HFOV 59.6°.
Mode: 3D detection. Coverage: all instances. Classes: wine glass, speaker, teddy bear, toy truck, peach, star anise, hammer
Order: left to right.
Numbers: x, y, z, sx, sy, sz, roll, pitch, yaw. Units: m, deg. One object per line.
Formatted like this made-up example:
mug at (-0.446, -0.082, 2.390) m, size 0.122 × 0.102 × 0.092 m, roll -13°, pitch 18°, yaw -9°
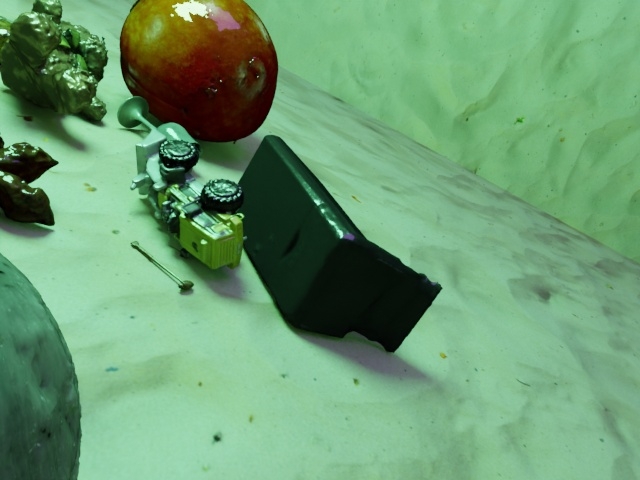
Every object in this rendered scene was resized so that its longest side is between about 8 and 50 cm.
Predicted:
star anise at (-0.446, -0.087, 0.735) m, size 0.196 × 0.111 × 0.212 m, roll 16°, pitch 18°, yaw -39°
teddy bear at (-0.484, -0.350, 1.090) m, size 0.296 × 0.246 × 0.222 m, roll 3°, pitch 36°, yaw 45°
hammer at (-0.233, 0.035, 0.810) m, size 0.123 × 0.014 × 0.029 m, roll 33°, pitch 15°, yaw 21°
wine glass at (-0.329, -0.219, 1.145) m, size 0.195 × 0.079 × 0.079 m, roll 39°, pitch 26°, yaw 24°
toy truck at (-0.221, -0.067, 0.890) m, size 0.111 × 0.136 × 0.286 m, roll -28°, pitch 55°, yaw -38°
peach at (-0.269, -0.392, 1.263) m, size 0.370 × 0.369 × 0.370 m, roll 23°, pitch 24°, yaw -11°
speaker at (0.000, 0.000, 0.940) m, size 0.184 × 0.180 × 0.388 m, roll 16°, pitch 26°, yaw -39°

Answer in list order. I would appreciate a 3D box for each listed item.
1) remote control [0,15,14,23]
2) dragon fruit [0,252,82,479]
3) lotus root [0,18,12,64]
remote control at (-0.785, -0.498, 1.274) m, size 0.230 × 0.049 × 0.090 m, roll 7°, pitch 31°, yaw -39°
dragon fruit at (-0.266, 0.127, 0.339) m, size 0.204 × 0.221 × 0.283 m, roll 32°, pitch 21°, yaw 26°
lotus root at (-0.708, -0.418, 1.152) m, size 0.191 × 0.094 × 0.108 m, roll 5°, pitch 8°, yaw -26°
